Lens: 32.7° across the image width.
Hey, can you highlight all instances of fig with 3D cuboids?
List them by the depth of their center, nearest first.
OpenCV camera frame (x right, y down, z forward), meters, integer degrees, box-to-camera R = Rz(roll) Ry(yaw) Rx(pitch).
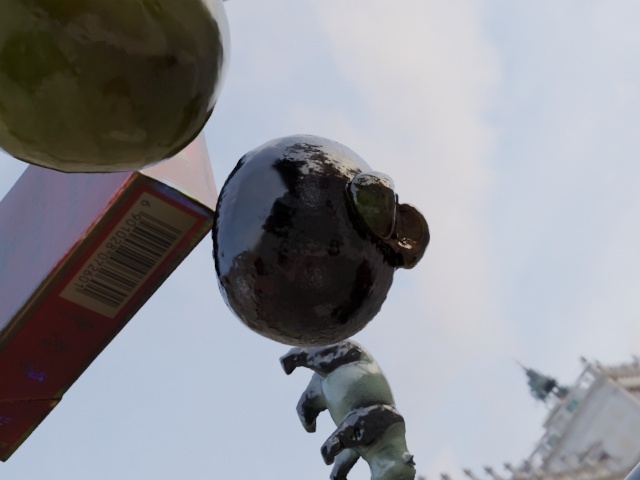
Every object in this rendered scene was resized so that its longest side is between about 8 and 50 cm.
[{"bbox_3d":[-0.117,-0.098,0.510,0.153,0.136,0.121,15,-45,-24],"label":"fig"}]

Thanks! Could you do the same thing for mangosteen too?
[{"bbox_3d":[0.000,0.000,0.743,0.152,0.152,0.152,-27,-42,-27],"label":"mangosteen"}]

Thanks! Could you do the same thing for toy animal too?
[{"bbox_3d":[0.042,0.224,1.361,0.121,0.225,0.094,-22,-36,-8],"label":"toy animal"}]

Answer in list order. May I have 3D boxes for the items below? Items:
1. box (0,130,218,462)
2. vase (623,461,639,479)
[{"bbox_3d":[-0.218,0.012,0.926,0.089,0.197,0.313,29,-64,-33],"label":"box"},{"bbox_3d":[0.269,0.201,0.772,0.321,0.173,0.173,-29,-38,3],"label":"vase"}]
